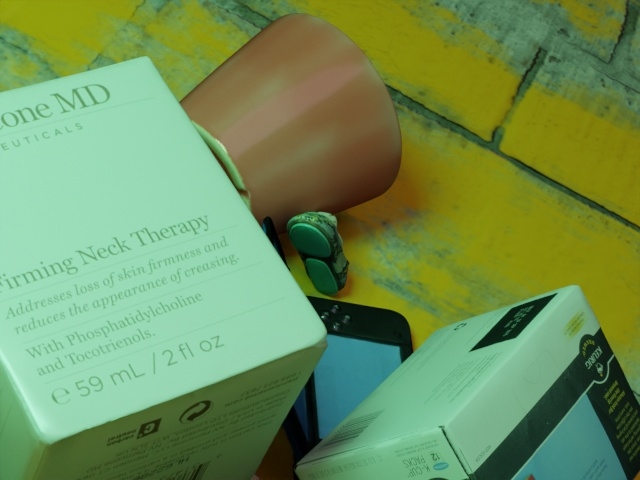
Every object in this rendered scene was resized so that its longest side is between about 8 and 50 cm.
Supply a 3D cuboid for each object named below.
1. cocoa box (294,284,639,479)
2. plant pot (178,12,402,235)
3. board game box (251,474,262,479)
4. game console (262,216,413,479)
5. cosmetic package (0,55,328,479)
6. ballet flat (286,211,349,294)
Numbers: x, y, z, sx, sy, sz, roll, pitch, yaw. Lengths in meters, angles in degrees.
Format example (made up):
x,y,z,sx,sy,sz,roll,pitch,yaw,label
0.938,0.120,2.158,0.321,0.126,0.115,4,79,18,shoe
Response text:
x,y,z,sx,sy,sz,roll,pitch,yaw,label
0.188,0.245,1.835,0.347,0.231,0.228,-38,102,-49,cocoa box
-0.069,-0.125,2.109,0.243,0.275,0.275,-33,70,-33,plant pot
-0.086,0.359,1.797,0.146,0.045,0.193,34,44,6,board game box
0.030,0.144,1.958,0.250,0.173,0.293,10,47,-17,game console
-0.261,0.082,1.704,0.329,0.327,0.394,-19,63,-32,cosmetic package
0.000,0.000,2.070,0.070,0.188,0.070,-3,61,6,ballet flat
